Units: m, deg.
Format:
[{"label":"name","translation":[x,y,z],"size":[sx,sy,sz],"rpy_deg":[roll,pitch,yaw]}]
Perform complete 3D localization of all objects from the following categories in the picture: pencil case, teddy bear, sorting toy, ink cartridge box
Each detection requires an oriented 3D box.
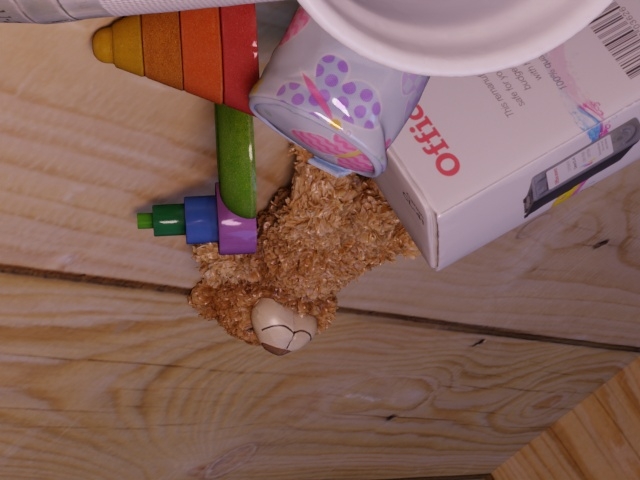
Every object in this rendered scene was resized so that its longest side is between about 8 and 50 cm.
[{"label":"pencil case","translation":[0.054,-0.181,1.261],"size":[0.273,0.113,0.124],"rpy_deg":[-62,171,-10]},{"label":"teddy bear","translation":[0.000,0.000,1.702],"size":[0.338,0.113,0.245],"rpy_deg":[-45,153,25]},{"label":"sorting toy","translation":[-0.113,-0.089,1.414],"size":[0.126,0.127,0.365],"rpy_deg":[-3,152,-5]},{"label":"ink cartridge box","translation":[0.167,-0.151,1.464],"size":[0.306,0.226,0.131],"rpy_deg":[-29,156,-7]}]

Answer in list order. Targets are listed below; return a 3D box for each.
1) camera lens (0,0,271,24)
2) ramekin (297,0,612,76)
[{"label":"camera lens","translation":[-0.082,-0.224,0.877],"size":[0.274,0.219,0.219],"rpy_deg":[-5,158,6]},{"label":"ramekin","translation":[0.070,-0.251,1.094],"size":[0.277,0.135,0.277],"rpy_deg":[-8,112,-19]}]
